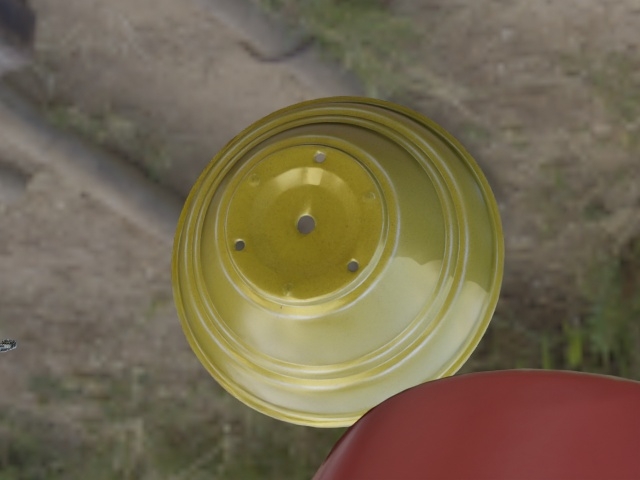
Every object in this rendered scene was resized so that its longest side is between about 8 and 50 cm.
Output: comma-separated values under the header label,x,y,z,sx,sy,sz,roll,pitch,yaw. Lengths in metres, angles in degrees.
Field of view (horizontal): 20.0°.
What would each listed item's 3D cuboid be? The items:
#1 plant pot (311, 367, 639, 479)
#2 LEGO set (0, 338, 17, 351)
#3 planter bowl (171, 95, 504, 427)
label,x,y,z,sx,sy,sz,roll,pitch,yaw
plant pot,0.053,0.186,0.491,0.275,0.243,0.275,15,142,12
LEGO set,-0.185,0.055,0.914,0.054,0.023,0.083,17,120,-18
planter bowl,0.000,0.000,1.109,0.217,0.217,0.090,-4,164,11
